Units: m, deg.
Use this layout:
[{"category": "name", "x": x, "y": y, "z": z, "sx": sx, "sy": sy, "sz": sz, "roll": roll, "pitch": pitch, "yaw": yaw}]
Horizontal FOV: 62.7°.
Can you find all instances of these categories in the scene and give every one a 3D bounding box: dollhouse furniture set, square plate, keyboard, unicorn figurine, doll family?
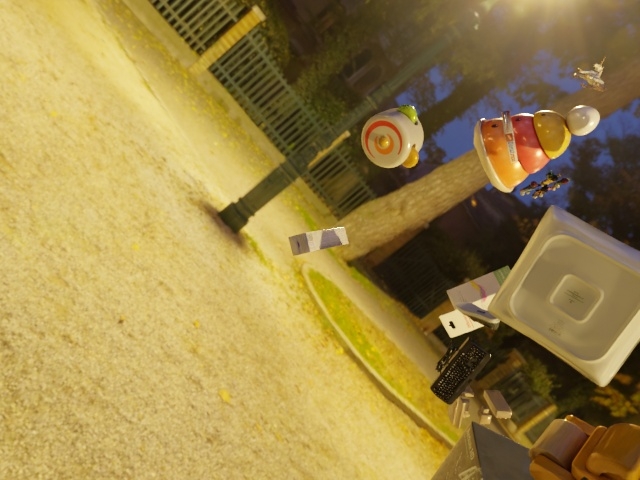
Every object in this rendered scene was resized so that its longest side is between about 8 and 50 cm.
[{"category": "dollhouse furniture set", "x": 0.521, "y": 0.570, "z": 1.735, "sx": 0.144, "sy": 0.151, "sz": 0.123, "roll": -100, "pitch": -166, "yaw": -70}, {"category": "square plate", "x": 0.650, "y": 0.142, "z": 1.332, "sx": 0.347, "sy": 0.344, "sz": 0.049, "roll": 35, "pitch": 23, "yaw": 25}, {"category": "keyboard", "x": 0.342, "y": 0.335, "z": 1.345, "sx": 0.100, "sy": 0.192, "sz": 0.038, "roll": 37, "pitch": 25, "yaw": 17}, {"category": "unicorn figurine", "x": 0.928, "y": -0.559, "z": 1.793, "sx": 0.060, "sy": 0.111, "sz": 0.162, "roll": 118, "pitch": -26, "yaw": -59}, {"category": "doll family", "x": 0.862, "y": -0.213, "z": 2.023, "sx": 0.076, "sy": 0.192, "sz": 0.111, "roll": 61, "pitch": -2, "yaw": 6}]

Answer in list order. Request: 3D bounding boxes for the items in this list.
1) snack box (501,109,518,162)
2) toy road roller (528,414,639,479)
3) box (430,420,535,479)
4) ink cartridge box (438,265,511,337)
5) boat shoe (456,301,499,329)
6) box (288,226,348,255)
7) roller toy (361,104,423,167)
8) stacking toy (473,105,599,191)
[{"category": "snack box", "x": 0.491, "y": -0.266, "z": 1.361, "sx": 0.178, "sy": 0.022, "sz": 0.064, "roll": 34, "pitch": 52, "yaw": -61}, {"category": "toy road roller", "x": 0.728, "y": 0.566, "z": 1.364, "sx": 0.329, "sy": 0.202, "sz": 0.241, "roll": 24, "pitch": -43, "yaw": 44}, {"category": "box", "x": 0.556, "y": 0.995, "z": 1.814, "sx": 0.297, "sy": 0.472, "sz": 0.480, "roll": 27, "pitch": 19, "yaw": 0}, {"category": "ink cartridge box", "x": 0.690, "y": 0.273, "z": 2.295, "sx": 0.207, "sy": 0.353, "sz": 0.119, "roll": 55, "pitch": 16, "yaw": -42}, {"category": "boat shoe", "x": 0.456, "y": 0.220, "z": 1.533, "sx": 0.142, "sy": 0.049, "sz": 0.040, "roll": 21, "pitch": -54, "yaw": 47}, {"category": "box", "x": 0.000, "y": 0.000, "z": 1.754, "sx": 0.324, "sy": 0.063, "sz": 0.067, "roll": -12, "pitch": 89, "yaw": -64}, {"category": "roller toy", "x": 0.248, "y": -0.354, "z": 1.831, "sx": 0.146, "sy": 0.191, "sz": 0.210, "roll": -32, "pitch": 114, "yaw": -49}, {"category": "stacking toy", "x": 0.938, "y": -0.443, "z": 2.252, "sx": 0.350, "sy": 0.479, "sz": 0.351, "roll": 31, "pitch": 49, "yaw": -42}]
